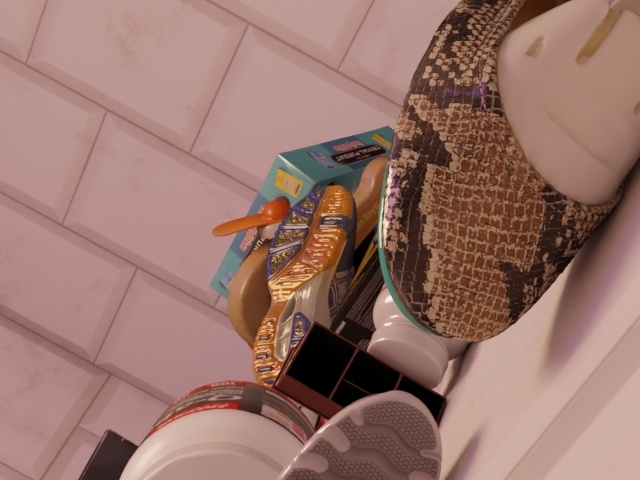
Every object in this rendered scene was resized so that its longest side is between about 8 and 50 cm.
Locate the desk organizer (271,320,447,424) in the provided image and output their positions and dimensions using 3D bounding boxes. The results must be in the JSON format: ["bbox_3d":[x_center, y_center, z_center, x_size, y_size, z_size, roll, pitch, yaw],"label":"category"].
[{"bbox_3d":[0.033,0.124,0.993,0.050,0.130,0.047,-57,4,47],"label":"desk organizer"}]

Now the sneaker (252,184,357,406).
[{"bbox_3d":[-0.003,0.076,1.605,0.131,0.112,0.296,37,-118,-47],"label":"sneaker"}]

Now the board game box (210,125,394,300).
[{"bbox_3d":[-0.002,-0.039,1.943,0.336,0.079,0.254,-22,-34,-56],"label":"board game box"}]

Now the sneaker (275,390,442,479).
[{"bbox_3d":[-0.003,0.218,0.890,0.281,0.105,0.115,-61,1,19],"label":"sneaker"}]

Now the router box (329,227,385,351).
[{"bbox_3d":[0.132,-0.031,1.473,0.243,0.081,0.309,-62,2,-39],"label":"router box"}]

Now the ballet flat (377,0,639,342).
[{"bbox_3d":[0.181,-0.139,0.851,0.182,0.164,0.483,-32,21,43],"label":"ballet flat"}]

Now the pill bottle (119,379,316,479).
[{"bbox_3d":[-0.094,0.262,1.217,0.210,0.210,0.363,-61,2,-1],"label":"pill bottle"}]

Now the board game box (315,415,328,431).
[{"bbox_3d":[0.049,0.164,1.726,0.281,0.027,0.145,-62,4,-37],"label":"board game box"}]

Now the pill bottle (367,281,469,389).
[{"bbox_3d":[0.097,0.047,1.048,0.160,0.087,0.087,-63,2,-38],"label":"pill bottle"}]

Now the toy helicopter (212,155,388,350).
[{"bbox_3d":[0.000,0.000,1.725,0.355,0.235,0.140,-47,32,-20],"label":"toy helicopter"}]

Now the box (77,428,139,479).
[{"bbox_3d":[-0.307,0.517,2.147,0.182,0.294,0.296,-62,1,-34],"label":"box"}]

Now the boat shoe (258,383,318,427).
[{"bbox_3d":[-0.083,0.306,1.581,0.113,0.105,0.306,126,164,-61],"label":"boat shoe"}]

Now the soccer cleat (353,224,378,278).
[{"bbox_3d":[0.039,0.088,2.010,0.289,0.093,0.121,-58,-15,12],"label":"soccer cleat"}]
